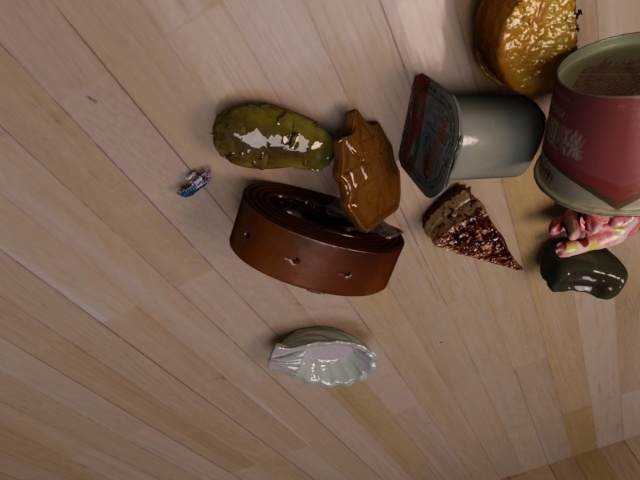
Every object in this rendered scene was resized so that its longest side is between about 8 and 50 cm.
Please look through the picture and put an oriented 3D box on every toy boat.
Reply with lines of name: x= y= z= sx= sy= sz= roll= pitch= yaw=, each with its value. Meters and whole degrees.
toy boat: x=0.007 y=0.307 z=1.141 sx=0.291 sy=0.100 sz=0.199 roll=9 pitch=125 yaw=-17
toy boat: x=-0.244 y=-0.114 z=0.818 sx=0.083 sy=0.038 sz=0.038 roll=-33 pitch=125 yaw=17

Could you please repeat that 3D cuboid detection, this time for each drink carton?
drink carton: x=0.268 y=-0.178 z=0.758 sx=0.190 sy=0.191 sz=0.185 roll=-1 pitch=126 yaw=-16

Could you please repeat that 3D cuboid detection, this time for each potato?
potato: x=-0.080 y=-0.179 z=0.754 sx=0.226 sy=0.090 sz=0.117 roll=6 pitch=127 yaw=-12

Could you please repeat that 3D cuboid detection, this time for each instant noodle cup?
instant noodle cup: x=0.436 y=-0.173 z=0.608 sx=0.235 sy=0.234 sz=0.178 roll=-20 pitch=130 yaw=7

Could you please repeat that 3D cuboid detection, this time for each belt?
belt: x=0.000 y=0.000 z=0.831 sx=0.339 sy=0.217 sz=0.122 roll=15 pitch=118 yaw=-15

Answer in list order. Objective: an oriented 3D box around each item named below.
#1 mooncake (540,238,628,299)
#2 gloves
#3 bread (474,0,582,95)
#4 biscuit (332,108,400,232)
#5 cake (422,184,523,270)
mooncake: x=0.628 y=0.076 z=1.015 sx=0.169 sy=0.175 sz=0.104 roll=-29 pitch=138 yaw=-42
gloves: x=0.610 y=-0.046 z=0.950 sx=0.242 sy=0.126 sz=0.145 roll=0 pitch=152 yaw=-12
bread: x=0.323 y=-0.329 z=0.665 sx=0.140 sy=0.143 sz=0.228 roll=-23 pitch=128 yaw=10
biscuit: x=0.088 y=-0.134 z=0.777 sx=0.034 sy=0.182 sz=0.215 roll=1 pitch=116 yaw=42
cake: x=0.335 y=0.002 z=0.950 sx=0.135 sy=0.112 sz=0.246 roll=-33 pitch=129 yaw=20
